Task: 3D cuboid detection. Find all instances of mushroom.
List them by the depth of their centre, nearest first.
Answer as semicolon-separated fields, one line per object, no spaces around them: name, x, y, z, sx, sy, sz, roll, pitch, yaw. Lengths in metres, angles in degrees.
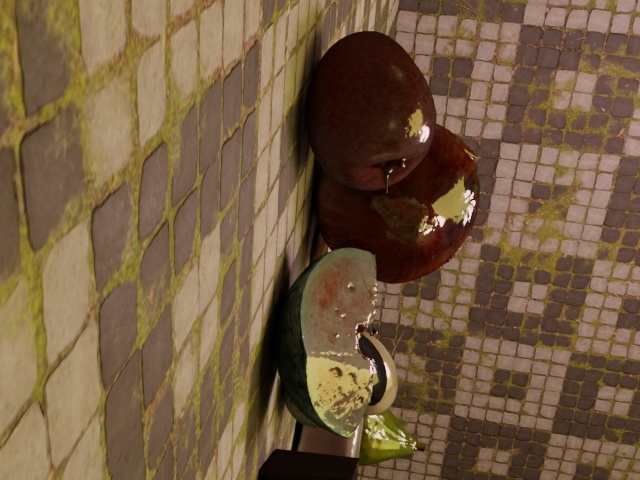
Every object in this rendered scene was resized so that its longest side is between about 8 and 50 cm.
mushroom;0.088;0.358;2.272;0.246;0.202;0.246;36;-45;46

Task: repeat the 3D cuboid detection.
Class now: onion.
onion;0.156;-0.092;1.712;0.353;0.354;0.353;8;90;-83

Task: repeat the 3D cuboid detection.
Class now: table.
table;-0.027;0.503;1.544;0.169;0.173;0.193;7;87;-83

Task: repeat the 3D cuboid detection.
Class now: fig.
fig;0.128;0.555;2.447;0.233;0.314;0.233;-42;148;-34

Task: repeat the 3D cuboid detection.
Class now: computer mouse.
computer mouse;0.090;0.300;2.070;0.269;0.086;0.137;46;41;-27

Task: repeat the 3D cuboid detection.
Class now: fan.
fan;0.001;0.000;1.856;0.229;0.011;0.334;-63;160;-70

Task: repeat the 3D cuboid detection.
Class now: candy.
candy;0.025;0.488;2.073;0.358;0.145;0.208;84;16;-68

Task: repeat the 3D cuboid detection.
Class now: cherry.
cherry;0.084;-0.225;1.445;0.261;0.221;0.307;103;-15;-69

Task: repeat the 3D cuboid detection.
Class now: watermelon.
watermelon;-0.020;0.166;1.450;0.175;0.188;0.321;-24;-129;42

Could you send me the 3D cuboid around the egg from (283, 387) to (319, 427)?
egg;-0.008;0.294;1.634;0.172;0.132;0.132;44;54;-67
